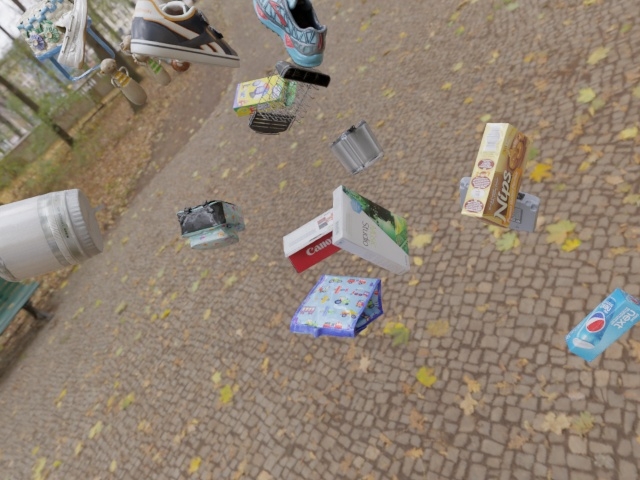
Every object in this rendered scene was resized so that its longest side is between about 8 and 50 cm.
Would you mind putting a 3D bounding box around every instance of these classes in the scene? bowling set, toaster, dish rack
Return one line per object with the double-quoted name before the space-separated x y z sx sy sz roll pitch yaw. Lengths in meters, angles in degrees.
"bowling set" -0.483 -0.556 1.425 0.200 0.154 0.286 -7 49 37
"toaster" 0.131 -0.322 1.693 0.129 0.146 0.227 -38 7 -12
"dish rack" -0.110 -0.448 1.569 0.074 0.208 0.271 51 125 25

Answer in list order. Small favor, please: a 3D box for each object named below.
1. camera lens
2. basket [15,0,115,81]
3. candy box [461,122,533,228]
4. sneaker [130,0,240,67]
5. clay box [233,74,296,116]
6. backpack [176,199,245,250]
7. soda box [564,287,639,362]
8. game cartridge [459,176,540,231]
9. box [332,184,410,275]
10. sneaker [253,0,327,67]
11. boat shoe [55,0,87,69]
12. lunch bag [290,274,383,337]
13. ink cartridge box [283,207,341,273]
"camera lens" -0.803 -0.016 1.395 0.275 0.219 0.219 -18 27 -14
"basket" -0.980 -0.766 1.855 0.255 0.289 0.201 -17 52 23
"candy box" 0.597 -0.215 1.628 0.088 0.183 0.316 19 93 50
"sneaker" -0.299 -0.482 1.137 0.126 0.127 0.321 13 17 24
"clay box" -0.201 -0.531 1.757 0.222 0.053 0.127 -7 59 19
"backpack" -0.322 -0.047 1.494 0.166 0.144 0.188 -17 -1 19
"soda box" 0.781 0.236 1.333 0.210 0.071 0.067 -59 2 28
"game cartridge" 0.686 -0.134 1.866 0.297 0.198 0.062 23 71 29
"box" 0.182 -0.034 1.713 0.058 0.322 0.232 -35 42 40
"sneaker" -0.062 -0.542 1.142 0.104 0.261 0.125 -30 -15 -29
"boat shoe" -0.854 -0.733 1.655 0.098 0.096 0.276 -10 77 63
"lunch bag" 0.052 0.230 1.576 0.221 0.138 0.293 2 19 27
"ink cartridge box" 0.000 0.000 2.105 0.310 0.130 0.272 -30 19 6
